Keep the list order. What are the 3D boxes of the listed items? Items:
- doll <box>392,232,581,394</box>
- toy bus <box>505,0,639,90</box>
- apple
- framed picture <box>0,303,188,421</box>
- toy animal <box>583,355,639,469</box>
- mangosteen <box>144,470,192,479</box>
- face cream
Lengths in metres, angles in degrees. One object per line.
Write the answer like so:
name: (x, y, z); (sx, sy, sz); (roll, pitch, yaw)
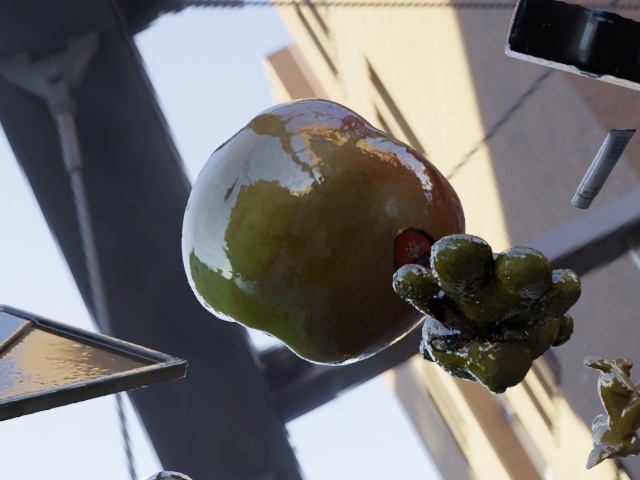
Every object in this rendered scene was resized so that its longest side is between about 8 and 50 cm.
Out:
doll: (0.125, 0.057, 1.041); (0.137, 0.097, 0.209); (-4, -21, 10)
toy bus: (0.452, -0.241, 1.892); (0.409, 0.093, 0.092); (15, 1, -1)
apple: (0.000, 0.000, 1.761); (0.305, 0.338, 0.338); (-54, -31, -7)
framed picture: (-0.302, 0.104, 1.214); (0.324, 0.240, 0.020); (-7, -73, -59)
toy animal: (0.237, 0.143, 1.162); (0.081, 0.060, 0.083); (28, -62, -4)
mangosteen: (-0.045, 0.372, 1.091); (0.382, 0.435, 0.382); (-28, -55, -47)
face cream: (0.322, -0.083, 1.610); (0.038, 0.020, 0.115); (-2, -45, -30)
